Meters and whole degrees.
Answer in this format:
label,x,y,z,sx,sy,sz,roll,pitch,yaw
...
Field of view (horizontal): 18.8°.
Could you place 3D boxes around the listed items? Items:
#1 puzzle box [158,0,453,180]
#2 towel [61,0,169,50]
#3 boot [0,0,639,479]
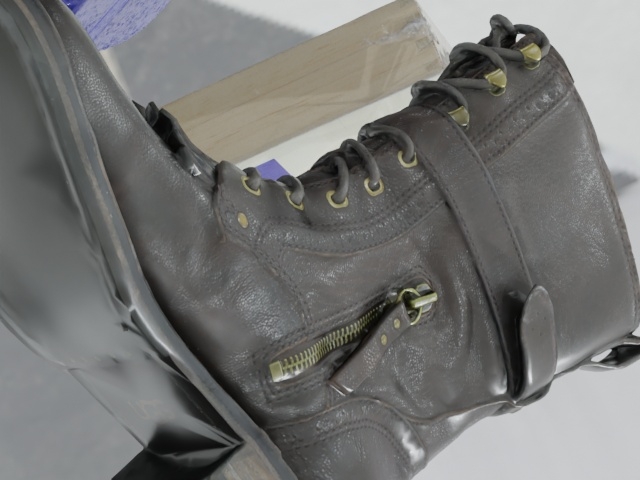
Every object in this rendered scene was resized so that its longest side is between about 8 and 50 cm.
label,x,y,z,sx,sy,sz,roll,pitch,yaw
puzzle box,0.000,0.000,1.182,0.272,0.052,0.409,-23,158,11
towel,-0.150,-0.232,1.468,0.227,0.076,0.308,-45,179,14
boot,0.003,-0.016,0.674,0.229,0.263,0.091,-40,-155,-32
